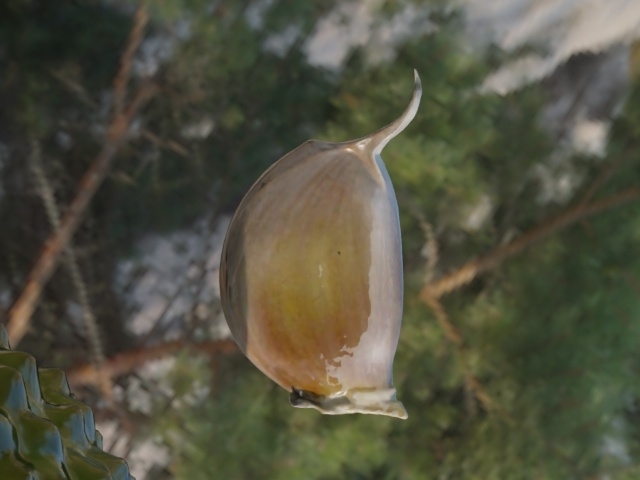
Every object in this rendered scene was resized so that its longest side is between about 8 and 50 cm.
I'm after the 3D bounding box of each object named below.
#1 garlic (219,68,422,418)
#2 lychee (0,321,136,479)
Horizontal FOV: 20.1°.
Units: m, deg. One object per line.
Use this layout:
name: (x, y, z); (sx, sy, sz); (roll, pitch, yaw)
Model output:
garlic: (-0.003, -0.004, 1.390); (0.128, 0.148, 0.267); (-93, -174, -79)
lychee: (-0.164, 0.172, 0.528); (0.320, 0.270, 0.270); (-68, 169, 11)
